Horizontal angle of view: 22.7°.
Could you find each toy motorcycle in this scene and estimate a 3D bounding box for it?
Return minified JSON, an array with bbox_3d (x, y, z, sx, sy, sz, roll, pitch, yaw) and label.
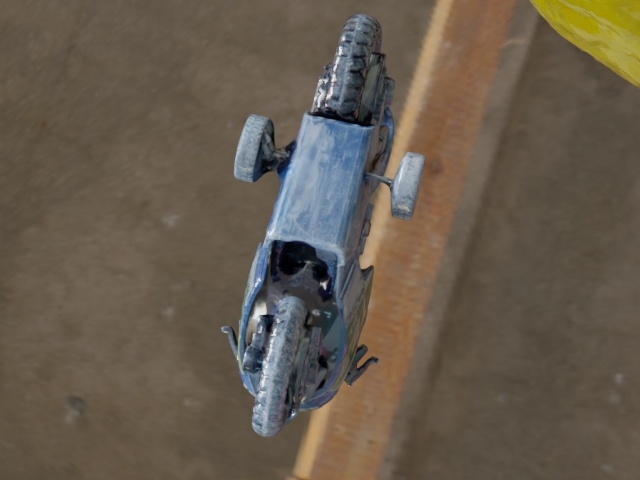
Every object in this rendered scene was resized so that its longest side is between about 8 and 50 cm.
[{"bbox_3d":[0.000,0.000,0.829,0.092,0.135,0.254,12,-122,4],"label":"toy motorcycle"}]

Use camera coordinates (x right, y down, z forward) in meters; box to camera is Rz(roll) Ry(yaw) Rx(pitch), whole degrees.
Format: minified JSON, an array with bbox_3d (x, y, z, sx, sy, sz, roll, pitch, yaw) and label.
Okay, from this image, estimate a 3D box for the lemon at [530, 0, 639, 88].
[{"bbox_3d":[0.186,-0.191,0.663,0.267,0.267,0.267,1,-93,-18],"label":"lemon"}]
